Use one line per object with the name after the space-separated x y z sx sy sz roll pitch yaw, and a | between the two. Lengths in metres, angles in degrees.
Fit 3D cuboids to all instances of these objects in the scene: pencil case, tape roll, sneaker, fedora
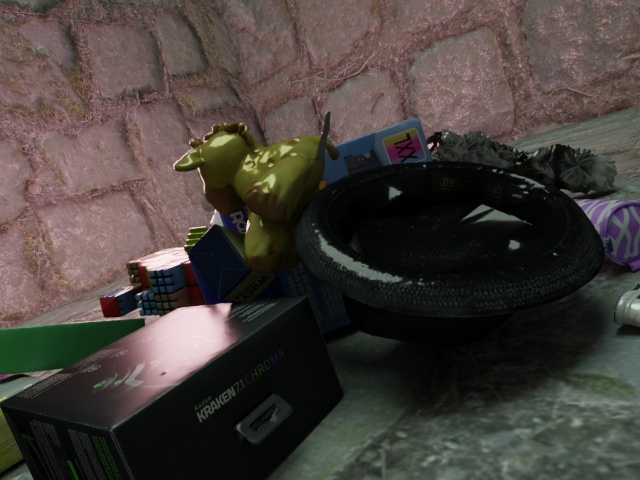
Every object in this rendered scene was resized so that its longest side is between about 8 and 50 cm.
0.364 -0.015 0.670 0.086 0.088 0.206 -24 11 -8 | pencil case
-0.503 0.198 0.900 0.321 0.077 0.321 -5 -9 -1 | tape roll
0.339 0.060 0.475 0.109 0.040 0.043 -29 29 -31 | sneaker
0.139 0.028 0.559 0.334 0.152 0.334 -1 33 1 | fedora

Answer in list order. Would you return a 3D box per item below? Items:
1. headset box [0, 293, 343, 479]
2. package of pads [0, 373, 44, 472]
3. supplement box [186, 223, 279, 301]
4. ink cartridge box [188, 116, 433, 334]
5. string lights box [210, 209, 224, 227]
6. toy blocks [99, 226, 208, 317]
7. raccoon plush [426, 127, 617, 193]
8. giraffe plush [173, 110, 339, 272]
-0.151 0.172 0.514 0.283 0.131 0.246 -12 11 39 | headset box
-0.547 0.302 0.677 0.229 0.101 0.296 -11 13 45 | package of pads
-0.115 0.033 0.628 0.056 0.083 0.083 -43 -22 10 | supplement box
0.000 0.000 0.764 0.395 0.270 0.151 -20 2 -4 | ink cartridge box
-0.145 -0.023 1.256 0.133 0.077 0.259 8 -15 43 | string lights box
-0.303 0.086 1.058 0.381 0.191 0.261 -5 11 20 | toy blocks
0.390 -0.107 1.109 0.446 0.216 0.299 12 1 9 | raccoon plush
-0.089 -0.079 0.612 0.170 0.210 0.181 18 8 16 | giraffe plush
